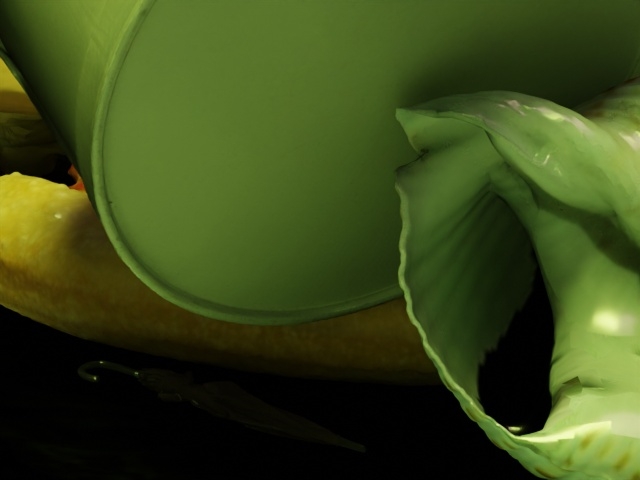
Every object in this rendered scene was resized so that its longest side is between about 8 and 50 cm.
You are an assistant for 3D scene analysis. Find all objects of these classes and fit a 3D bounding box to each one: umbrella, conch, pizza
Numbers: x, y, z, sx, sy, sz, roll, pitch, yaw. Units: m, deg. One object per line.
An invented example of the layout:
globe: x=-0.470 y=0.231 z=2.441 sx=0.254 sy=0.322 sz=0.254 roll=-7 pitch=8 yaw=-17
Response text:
umbrella: x=-0.036 y=0.059 z=0.726 sx=0.122 sy=0.013 sz=0.022 roll=13 pitch=25 yaw=24
conch: x=0.119 y=0.016 z=0.696 sx=0.200 sy=0.172 sz=0.131 roll=15 pitch=-15 yaw=11
pizza: x=0.000 y=0.000 z=0.866 sx=0.290 sy=0.081 sz=0.229 roll=8 pitch=11 yaw=13

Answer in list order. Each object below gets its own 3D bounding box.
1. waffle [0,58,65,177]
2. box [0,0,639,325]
waffle: x=-0.069 y=-0.074 z=0.986 sx=0.348 sy=0.077 sz=0.304 roll=4 pitch=-5 yaw=-10
box: x=-0.006 y=-0.100 z=0.716 sx=0.226 sy=0.226 sz=0.149 roll=-1 pitch=40 yaw=-35
